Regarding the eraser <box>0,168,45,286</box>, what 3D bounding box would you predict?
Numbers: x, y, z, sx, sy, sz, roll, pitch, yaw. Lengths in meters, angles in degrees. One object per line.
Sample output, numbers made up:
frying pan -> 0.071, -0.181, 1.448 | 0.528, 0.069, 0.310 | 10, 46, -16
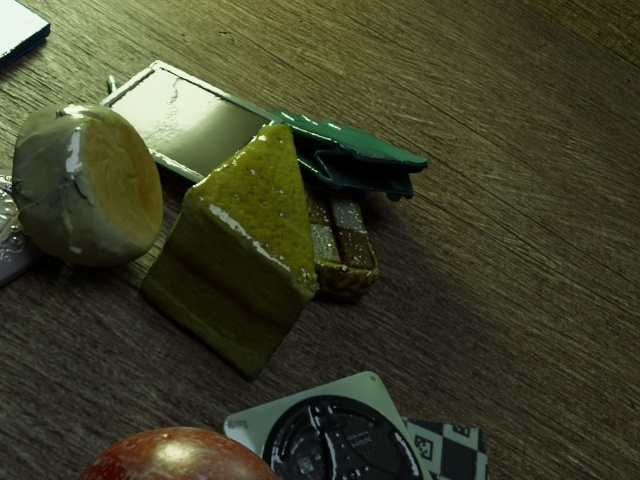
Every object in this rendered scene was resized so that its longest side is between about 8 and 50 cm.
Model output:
eraser -> -0.456, -0.053, 1.208 | 0.204, 0.059, 0.243 | 41, 39, 10

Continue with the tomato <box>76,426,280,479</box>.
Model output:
tomato -> -0.140, 0.328, 0.865 | 0.227, 0.270, 0.270 | -8, 55, -39

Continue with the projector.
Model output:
projector -> 0.025, 0.313, 1.040 | 0.257, 0.079, 0.259 | -11, 63, -36

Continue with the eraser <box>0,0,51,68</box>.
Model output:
eraser -> -0.612, -0.347, 1.418 | 0.144, 0.043, 0.312 | 31, 39, -3

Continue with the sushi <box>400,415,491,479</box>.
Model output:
sushi -> 0.096, 0.399, 1.125 | 0.339, 0.069, 0.320 | 12, 52, -24

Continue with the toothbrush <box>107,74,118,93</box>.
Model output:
toothbrush -> -0.359, -0.216, 1.473 | 0.018, 0.024, 0.257 | 4, 46, -31

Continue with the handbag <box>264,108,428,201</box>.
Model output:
handbag -> 0.034, -0.160, 1.560 | 0.268, 0.100, 0.274 | 2, 21, -46

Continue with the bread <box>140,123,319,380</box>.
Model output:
bread -> -0.082, -0.016, 1.288 | 0.245, 0.233, 0.362 | 36, 38, 3

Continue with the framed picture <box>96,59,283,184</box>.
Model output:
framed picture -> -0.248, -0.210, 1.457 | 0.293, 0.018, 0.231 | 28, 51, 17

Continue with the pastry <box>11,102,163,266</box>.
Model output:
pastry -> -0.337, -0.083, 1.192 | 0.265, 0.133, 0.265 | -10, 90, -71

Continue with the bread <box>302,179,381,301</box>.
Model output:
bread -> 0.000, 0.000, 1.434 | 0.181, 0.096, 0.222 | 8, 46, -31
